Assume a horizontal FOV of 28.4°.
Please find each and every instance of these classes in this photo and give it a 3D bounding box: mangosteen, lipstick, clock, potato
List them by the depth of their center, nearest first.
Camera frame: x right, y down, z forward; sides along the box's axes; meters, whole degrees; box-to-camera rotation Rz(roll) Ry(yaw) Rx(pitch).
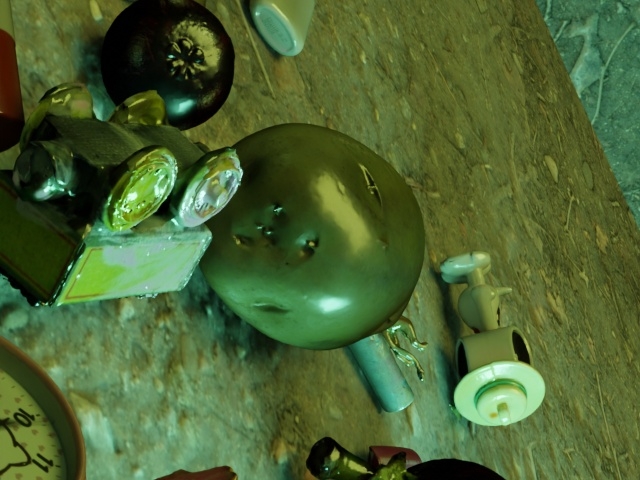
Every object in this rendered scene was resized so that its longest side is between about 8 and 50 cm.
[{"bbox_3d":[-0.277,0.137,0.892,0.244,0.056,0.244,29,25,-15],"label":"clock"},{"bbox_3d":[-0.168,-0.192,1.367,0.152,0.152,0.152,44,35,-42],"label":"mangosteen"},{"bbox_3d":[0.107,0.321,1.405,0.289,0.231,0.231,52,29,-14],"label":"mangosteen"},{"bbox_3d":[0.000,0.000,1.437,0.326,0.221,0.243,25,39,-60],"label":"potato"},{"bbox_3d":[0.069,0.150,1.660,0.158,0.048,0.048,61,26,-15],"label":"lipstick"}]

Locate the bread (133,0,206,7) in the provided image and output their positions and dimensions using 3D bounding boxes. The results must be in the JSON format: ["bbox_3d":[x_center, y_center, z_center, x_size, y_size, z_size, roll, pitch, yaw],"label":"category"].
[{"bbox_3d":[-0.201,-0.335,1.476,0.192,0.067,0.119,59,27,-19],"label":"bread"}]

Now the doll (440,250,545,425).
[{"bbox_3d":[0.245,0.149,1.936,0.208,0.144,0.271,40,35,-81],"label":"doll"}]

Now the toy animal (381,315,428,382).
[{"bbox_3d":[0.103,0.094,1.756,0.086,0.069,0.219,-20,83,-43],"label":"toy animal"}]

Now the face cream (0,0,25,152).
[{"bbox_3d":[-0.316,-0.186,1.103,0.096,0.096,0.214,20,54,-58],"label":"face cream"}]

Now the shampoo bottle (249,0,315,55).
[{"bbox_3d":[-0.048,-0.358,1.818,0.108,0.051,0.221,51,31,-28],"label":"shampoo bottle"}]

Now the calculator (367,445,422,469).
[{"bbox_3d":[0.099,0.352,1.585,0.127,0.034,0.190,20,59,-59],"label":"calculator"}]

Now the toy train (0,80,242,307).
[{"bbox_3d":[-0.184,-0.035,1.123,0.134,0.177,0.261,36,17,22],"label":"toy train"}]

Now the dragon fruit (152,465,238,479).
[{"bbox_3d":[-0.130,0.285,0.901,0.189,0.291,0.290,62,26,-9],"label":"dragon fruit"}]
